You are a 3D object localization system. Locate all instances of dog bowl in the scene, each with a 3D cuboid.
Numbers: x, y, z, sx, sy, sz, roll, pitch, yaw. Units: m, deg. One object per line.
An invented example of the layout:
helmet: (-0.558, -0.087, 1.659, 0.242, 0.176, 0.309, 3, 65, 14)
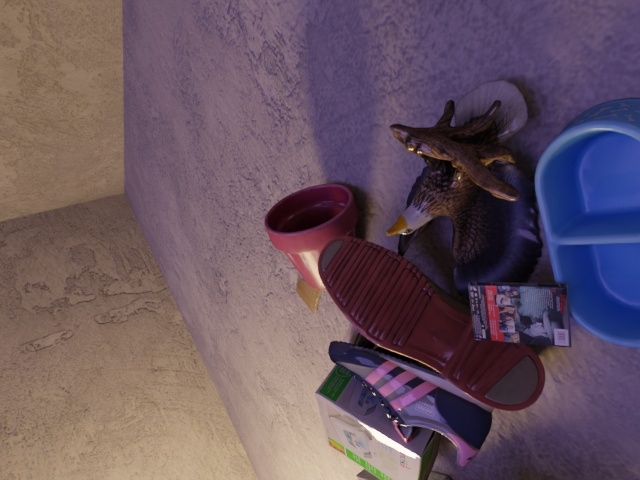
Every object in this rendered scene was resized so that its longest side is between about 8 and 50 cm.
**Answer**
dog bowl: (0.351, -0.011, 0.485, 0.166, 0.074, 0.297, -4, 105, 56)

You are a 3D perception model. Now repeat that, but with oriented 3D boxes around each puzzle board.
puzzle board: (-0.033, 0.135, 1.185, 0.096, 0.011, 0.128, 47, 141, 32)

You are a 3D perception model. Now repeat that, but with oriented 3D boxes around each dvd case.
dvd case: (0.265, 0.098, 0.553, 0.119, 0.013, 0.087, -3, 107, 35)

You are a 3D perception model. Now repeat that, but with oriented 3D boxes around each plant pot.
plant pot: (0.000, 0.000, 0.912, 0.201, 0.201, 0.180, 21, 140, 49)

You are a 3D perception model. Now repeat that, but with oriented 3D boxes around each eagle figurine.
eagle figurine: (0.195, -0.058, 0.616, 0.225, 0.298, 0.226, -10, 58, 21)

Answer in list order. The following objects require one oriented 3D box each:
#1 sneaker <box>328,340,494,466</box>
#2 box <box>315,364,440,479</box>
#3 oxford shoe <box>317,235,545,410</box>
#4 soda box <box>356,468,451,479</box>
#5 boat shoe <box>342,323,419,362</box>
sneaker: (0.134, 0.278, 0.738, 0.319, 0.112, 0.131, 13, 75, 36)
box: (0.131, 0.393, 0.878, 0.231, 0.127, 0.262, 22, 140, 29)
oxford shoe: (0.166, 0.131, 0.703, 0.397, 0.146, 0.140, 37, 95, 20)
soda box: (0.214, 0.631, 1.030, 0.286, 0.091, 0.098, -34, 79, 57)
boat shoe: (0.141, 0.224, 0.888, 0.158, 0.127, 0.340, 33, 147, 19)
